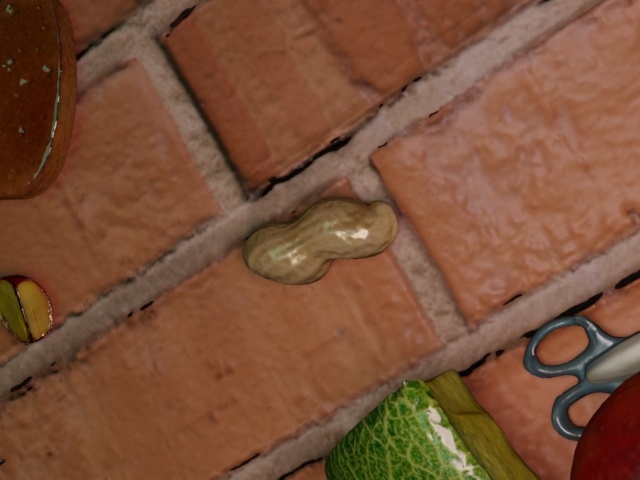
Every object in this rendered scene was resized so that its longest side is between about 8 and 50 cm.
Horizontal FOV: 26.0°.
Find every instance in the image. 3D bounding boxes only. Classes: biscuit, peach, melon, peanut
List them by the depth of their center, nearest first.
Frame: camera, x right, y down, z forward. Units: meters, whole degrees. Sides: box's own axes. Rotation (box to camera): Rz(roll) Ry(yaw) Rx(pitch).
[{"bbox_3d":[0.186,0.298,1.421,0.343,0.226,0.331,50,148,14],"label":"melon"},{"bbox_3d":[0.000,0.000,1.549,0.187,0.082,0.082,-23,83,20],"label":"peanut"},{"bbox_3d":[-0.363,0.083,1.714,0.083,0.050,0.077,46,131,24],"label":"peach"},{"bbox_3d":[-0.425,-0.179,1.732,0.277,0.052,0.262,-1,87,23],"label":"biscuit"}]

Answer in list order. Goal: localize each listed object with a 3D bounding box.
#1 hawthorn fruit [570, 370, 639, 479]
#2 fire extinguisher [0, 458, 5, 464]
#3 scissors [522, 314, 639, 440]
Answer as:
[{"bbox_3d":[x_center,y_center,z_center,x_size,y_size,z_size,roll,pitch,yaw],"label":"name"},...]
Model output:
[{"bbox_3d":[0.366,0.238,1.290,0.295,0.311,0.295,-4,86,55],"label":"hawthorn fruit"},{"bbox_3d":[-0.505,0.231,1.774,0.231,0.071,0.099,37,77,16],"label":"fire extinguisher"},{"bbox_3d":[0.352,0.107,1.425,0.289,0.041,0.138,-27,83,25],"label":"scissors"}]
